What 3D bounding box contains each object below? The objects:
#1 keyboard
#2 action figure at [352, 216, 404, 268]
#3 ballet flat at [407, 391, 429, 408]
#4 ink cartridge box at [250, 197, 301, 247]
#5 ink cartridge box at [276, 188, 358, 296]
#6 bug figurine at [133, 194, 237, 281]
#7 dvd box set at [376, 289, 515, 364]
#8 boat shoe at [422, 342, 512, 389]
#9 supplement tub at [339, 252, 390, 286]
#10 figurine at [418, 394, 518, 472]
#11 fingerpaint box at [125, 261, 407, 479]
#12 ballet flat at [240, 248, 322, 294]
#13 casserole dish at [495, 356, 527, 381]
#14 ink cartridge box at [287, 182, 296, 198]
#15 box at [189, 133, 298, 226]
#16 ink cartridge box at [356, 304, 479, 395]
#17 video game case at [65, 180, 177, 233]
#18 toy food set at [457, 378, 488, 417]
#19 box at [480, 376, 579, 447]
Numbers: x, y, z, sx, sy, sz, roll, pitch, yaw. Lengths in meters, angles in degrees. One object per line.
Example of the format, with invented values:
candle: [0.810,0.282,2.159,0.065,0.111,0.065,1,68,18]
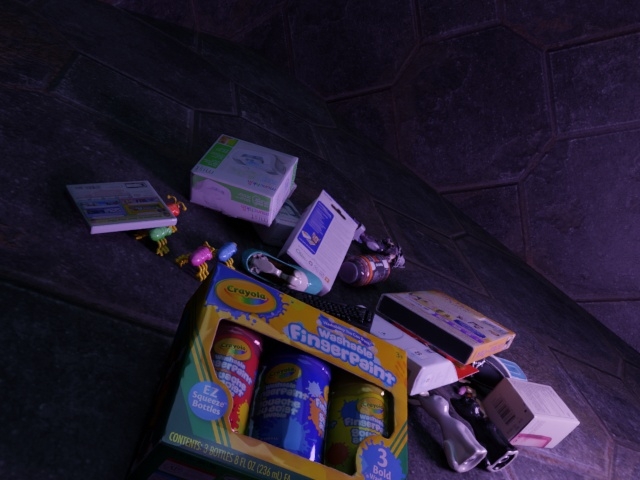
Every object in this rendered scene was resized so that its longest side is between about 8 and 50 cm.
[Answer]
keyboard: [-0.026,0.182,1.497,0.317,0.033,0.201,13,25,7]
action figure: [0.202,0.018,2.210,0.285,0.099,0.185,35,15,-9]
ballet flat: [0.215,0.385,1.539,0.168,0.057,0.052,28,36,-13]
ink cartridge box: [-0.147,-0.075,1.913,0.154,0.093,0.212,12,34,-44]
ink cartridge box: [0.000,0.000,1.833,0.176,0.069,0.371,45,38,-13]
bug figurine: [-0.341,-0.006,1.536,0.279,0.072,0.216,34,23,-1]
dvd box set: [0.391,0.249,1.803,0.308,0.062,0.420,30,13,29]
boat shoe: [0.439,0.369,1.817,0.302,0.114,0.091,30,19,22]
supplement tub: [0.141,0.097,1.945,0.106,0.106,0.198,45,24,23]
figurine: [0.363,0.474,1.506,0.215,0.092,0.209,16,30,-37]
fingerpaint box: [-0.060,0.298,1.071,0.445,0.163,0.371,28,40,-16]
ballet flat: [-0.107,0.097,1.626,0.247,0.083,0.087,25,2,-9]
casserole dish: [0.632,0.445,2.012,0.188,0.037,0.114,22,26,-30]
ink cartridge box: [-0.195,-0.181,2.029,0.198,0.115,0.067,12,32,-41]
box: [-0.233,-0.184,1.813,0.262,0.126,0.231,19,41,7]
ink cartridge box: [0.242,0.279,1.634,0.308,0.091,0.385,29,18,37]
video game case: [-0.492,-0.086,1.464,0.212,0.023,0.193,-8,39,-38]
toy food set: [0.435,0.462,1.733,0.078,0.019,0.122,20,34,-30]
box: [0.612,0.508,1.739,0.232,0.127,0.148,18,27,-34]
